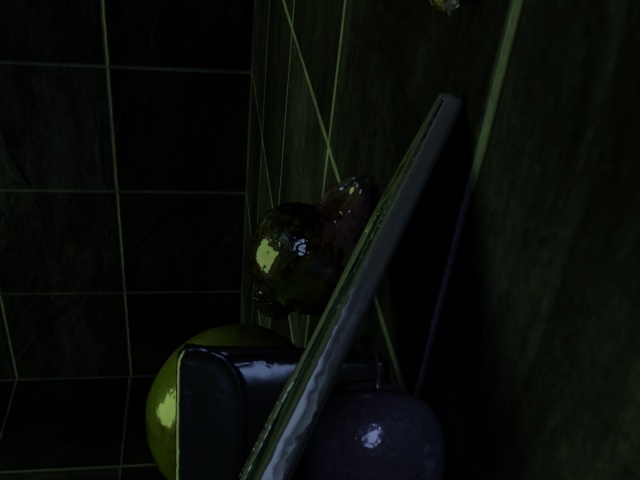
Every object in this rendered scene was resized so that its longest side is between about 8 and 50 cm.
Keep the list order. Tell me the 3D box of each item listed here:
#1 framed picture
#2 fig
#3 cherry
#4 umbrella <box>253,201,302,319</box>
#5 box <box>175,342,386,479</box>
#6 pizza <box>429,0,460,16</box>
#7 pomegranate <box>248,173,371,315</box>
[{"bbox_3d":[0.004,0.078,0.540,0.335,0.022,0.247,-62,-1,-22],"label":"framed picture"},{"bbox_3d":[-0.113,0.243,1.063,0.326,0.257,0.258,-51,-35,-72],"label":"fig"},{"bbox_3d":[0.042,0.171,0.565,0.148,0.115,0.188,54,176,3],"label":"cherry"},{"bbox_3d":[-0.065,0.043,1.198,0.326,0.094,0.090,104,148,-57],"label":"umbrella"},{"bbox_3d":[-0.051,0.283,0.773,0.251,0.204,0.346,143,126,-79],"label":"box"},{"bbox_3d":[0.091,-0.218,0.475,0.109,0.026,0.123,106,164,-49],"label":"pizza"},{"bbox_3d":[-0.002,0.009,0.757,0.163,0.138,0.126,-41,30,35],"label":"pomegranate"}]
